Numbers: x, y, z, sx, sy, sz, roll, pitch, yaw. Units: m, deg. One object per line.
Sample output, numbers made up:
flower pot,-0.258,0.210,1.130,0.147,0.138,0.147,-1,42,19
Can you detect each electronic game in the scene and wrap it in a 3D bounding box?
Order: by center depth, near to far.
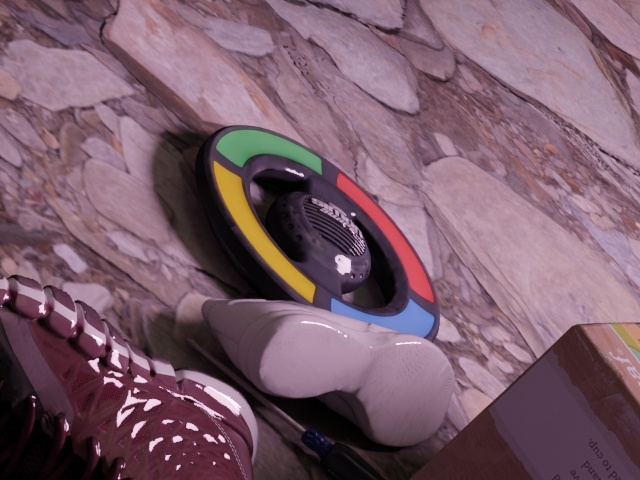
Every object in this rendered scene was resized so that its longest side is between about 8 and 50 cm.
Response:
electronic game,0.000,0.000,1.441,0.229,0.048,0.229,34,26,-19

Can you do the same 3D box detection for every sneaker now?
sneaker,-0.125,0.123,0.996,0.281,0.106,0.162,23,35,-39
sneaker,0.007,0.078,1.312,0.212,0.080,0.094,27,2,-45

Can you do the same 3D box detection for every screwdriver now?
screwdriver,-0.021,0.118,1.255,0.170,0.024,0.025,39,-4,-5

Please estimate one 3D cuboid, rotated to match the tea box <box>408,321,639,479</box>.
tea box,0.259,0.242,1.239,0.323,0.220,0.329,1,48,-55
